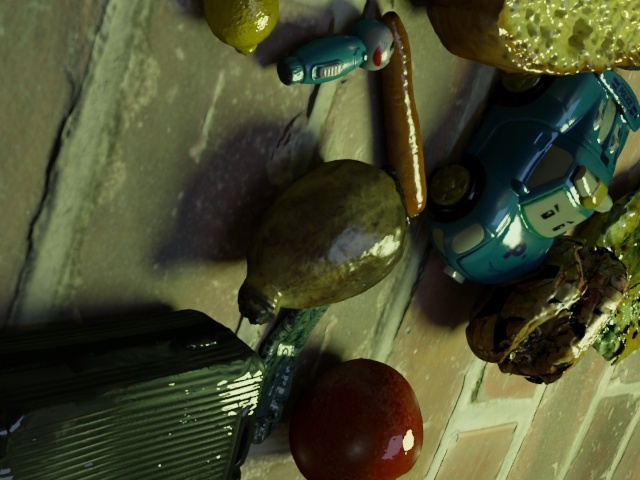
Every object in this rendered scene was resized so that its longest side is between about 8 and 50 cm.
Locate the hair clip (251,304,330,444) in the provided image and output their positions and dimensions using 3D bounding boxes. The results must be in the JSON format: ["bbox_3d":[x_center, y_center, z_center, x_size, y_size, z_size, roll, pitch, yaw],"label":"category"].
[{"bbox_3d":[-0.032,0.124,0.992,0.066,0.036,0.229,14,109,-45],"label":"hair clip"}]

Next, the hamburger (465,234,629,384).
[{"bbox_3d":[0.290,0.080,1.180,0.107,0.231,0.231,35,86,-12],"label":"hamburger"}]

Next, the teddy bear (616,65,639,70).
[{"bbox_3d":[0.427,-0.296,1.153,0.171,0.144,0.251,-42,171,36],"label":"teddy bear"}]

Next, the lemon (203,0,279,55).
[{"bbox_3d":[-0.065,-0.192,0.740,0.062,0.062,0.083,-30,131,-31],"label":"lemon"}]

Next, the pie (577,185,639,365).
[{"bbox_3d":[0.528,0.039,1.501,0.296,0.078,0.371,-47,138,-17],"label":"pie"}]

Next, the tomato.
[{"bbox_3d":[0.043,0.215,1.048,0.167,0.167,0.167,-25,130,-34],"label":"tomato"}]

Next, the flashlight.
[{"bbox_3d":[0.015,-0.175,0.851,0.129,0.051,0.051,-24,129,-28],"label":"flashlight"}]

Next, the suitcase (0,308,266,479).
[{"bbox_3d":[-0.201,0.172,0.772,0.312,0.128,0.202,-5,117,-45],"label":"suitcase"}]

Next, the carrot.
[{"bbox_3d":[0.086,-0.127,0.957,0.043,0.043,0.248,-33,133,-28],"label":"carrot"}]

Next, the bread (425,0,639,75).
[{"bbox_3d":[0.224,-0.271,0.906,0.340,0.179,0.194,-13,120,-39],"label":"bread"}]

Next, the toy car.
[{"bbox_3d":[0.265,-0.074,1.087,0.198,0.166,0.314,36,87,-47],"label":"toy car"}]

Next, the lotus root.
[{"bbox_3d":[0.000,0.000,0.881,0.214,0.138,0.138,-34,135,-26],"label":"lotus root"}]
